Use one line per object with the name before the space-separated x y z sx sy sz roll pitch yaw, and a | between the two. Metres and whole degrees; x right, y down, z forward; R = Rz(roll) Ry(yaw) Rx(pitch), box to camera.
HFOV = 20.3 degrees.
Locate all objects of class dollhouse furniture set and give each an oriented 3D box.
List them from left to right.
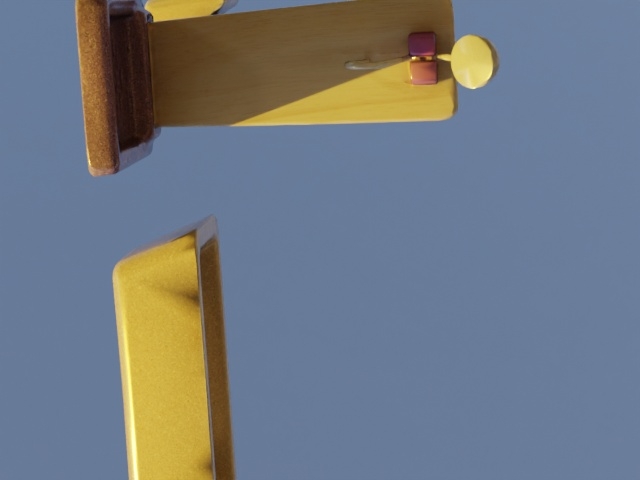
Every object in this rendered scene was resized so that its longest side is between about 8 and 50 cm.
dollhouse furniture set | 0.000 0.000 0.391 0.081 0.091 0.114 -3 -82 5
